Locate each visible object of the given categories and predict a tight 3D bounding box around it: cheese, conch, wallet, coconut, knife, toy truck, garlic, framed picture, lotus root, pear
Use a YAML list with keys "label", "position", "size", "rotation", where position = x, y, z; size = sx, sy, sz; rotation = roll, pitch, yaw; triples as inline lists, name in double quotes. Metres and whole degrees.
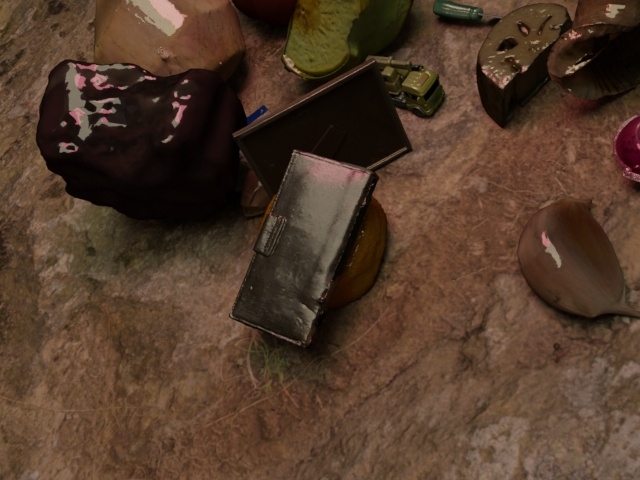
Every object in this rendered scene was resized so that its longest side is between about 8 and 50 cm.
- label: "cheese"
  position: [0.586, -0.186, 1.200]
  size: [0.155, 0.062, 0.244]
  rotation: [26, 70, 32]
- label: "conch"
  position: [0.538, -0.388, 1.247]
  size: [0.324, 0.263, 0.186]
  rotation: [-32, 30, 21]
- label: "wallet"
  position: [-0.028, 0.010, 1.212]
  size: [0.169, 0.044, 0.317]
  rotation: [18, 82, 23]
- label: "coconut"
  position: [-0.359, -0.455, 1.610]
  size: [0.352, 0.352, 0.353]
  rotation: [-10, 56, 16]
- label: "knife"
  position: [0.351, -0.462, 1.483]
  size: [0.260, 0.063, 0.035]
  rotation: [22, 109, 31]
- label: "toy truck"
  position: [0.159, -0.319, 1.434]
  size: [0.169, 0.100, 0.077]
  rotation: [29, 74, 34]
- label: "garlic"
  position: [0.397, 0.052, 1.115]
  size: [0.148, 0.128, 0.267]
  rotation: [-28, 63, 18]
- label: "framed picture"
  position: [0.010, -0.183, 1.338]
  size: [0.289, 0.213, 0.016]
  rotation: [-29, 38, 3]
- label: "garlic"
  position: [-0.084, -0.131, 1.424]
  size: [0.195, 0.087, 0.101]
  rotation: [-28, 69, 2]
- label: "lotus root"
  position: [0.375, -0.340, 1.349]
  size: [0.138, 0.119, 0.235]
  rotation: [33, 77, 35]
- label: "pear"
  position: [0.084, -0.475, 1.501]
  size: [0.176, 0.286, 0.282]
  rotation: [38, 43, 21]

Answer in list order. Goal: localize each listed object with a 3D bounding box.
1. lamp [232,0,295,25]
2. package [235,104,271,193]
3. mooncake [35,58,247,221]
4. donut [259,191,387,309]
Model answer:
- label: "lamp"
  position: [-0.094, -0.647, 1.644]
  size: [0.303, 0.257, 0.303]
  rotation: [1, 99, 8]
- label: "package"
  position: [-0.146, -0.195, 1.523]
  size: [0.171, 0.027, 0.173]
  rotation: [-38, 58, -5]
- label: "mooncake"
  position: [-0.329, -0.175, 1.374]
  size: [0.381, 0.350, 0.212]
  rotation: [-3, 66, 20]
- label: "donut"
  position: [0.001, -0.002, 1.294]
  size: [0.253, 0.118, 0.253]
  rotation: [-7, 72, 20]
